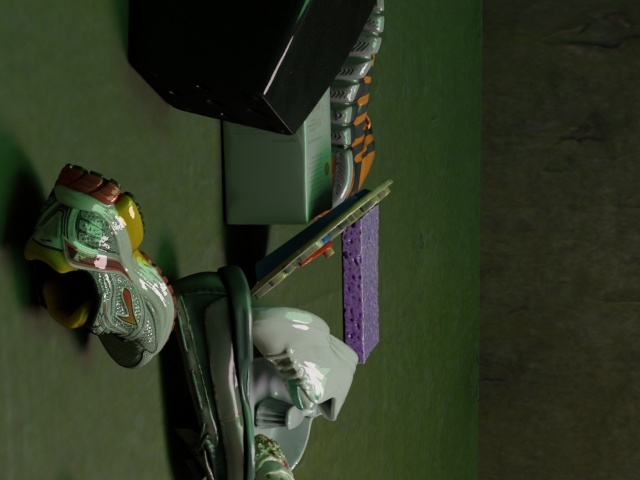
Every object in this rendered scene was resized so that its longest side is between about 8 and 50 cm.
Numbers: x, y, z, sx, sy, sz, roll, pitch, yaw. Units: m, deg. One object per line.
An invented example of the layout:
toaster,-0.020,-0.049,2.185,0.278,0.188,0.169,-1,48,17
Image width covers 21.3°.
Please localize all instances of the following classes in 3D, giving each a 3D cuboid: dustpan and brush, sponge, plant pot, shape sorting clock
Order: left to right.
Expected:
plant pot,-0.072,-0.201,1.555,0.188,0.187,0.167,46,60,-72
dustpan and brush,-0.030,0.201,1.998,0.211,0.060,0.147,-6,97,-77
shape sorting clock,0.000,0.000,1.874,0.040,0.206,0.206,55,16,0
sponge,0.059,0.061,2.428,0.117,0.031,0.210,-39,129,-73

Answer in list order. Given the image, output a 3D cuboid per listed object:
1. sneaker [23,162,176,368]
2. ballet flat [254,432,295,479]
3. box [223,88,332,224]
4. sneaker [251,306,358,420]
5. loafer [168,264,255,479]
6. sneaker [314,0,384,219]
sneaker,-0.181,0.037,1.333,0.093,0.088,0.225,-58,153,-26
ballet flat,-0.059,0.303,1.811,0.091,0.077,0.241,42,41,-29
box,-0.045,-0.109,1.835,0.130,0.091,0.171,-34,124,-75
sneaker,-0.023,0.140,1.903,0.212,0.080,0.094,37,57,-50
loafer,-0.113,0.152,1.652,0.096,0.084,0.268,-134,-139,-63
sneaker,0.012,-0.187,2.060,0.180,0.124,0.321,-15,117,-80
